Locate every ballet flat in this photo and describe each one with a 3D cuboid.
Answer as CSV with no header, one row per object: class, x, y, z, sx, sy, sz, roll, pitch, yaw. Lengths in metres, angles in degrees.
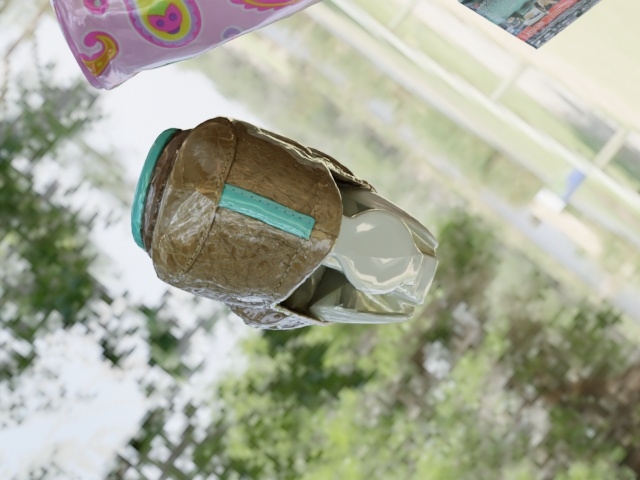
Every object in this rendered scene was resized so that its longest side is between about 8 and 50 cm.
ballet flat,0.000,0.000,0.947,0.124,0.116,0.342,17,176,12

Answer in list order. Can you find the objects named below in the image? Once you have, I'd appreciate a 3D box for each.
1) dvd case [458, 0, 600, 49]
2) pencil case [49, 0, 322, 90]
dvd case,0.158,-0.180,1.195,0.119,0.087,0.013,16,-137,-55
pencil case,-0.022,-0.184,0.987,0.124,0.284,0.124,-20,-90,-89
